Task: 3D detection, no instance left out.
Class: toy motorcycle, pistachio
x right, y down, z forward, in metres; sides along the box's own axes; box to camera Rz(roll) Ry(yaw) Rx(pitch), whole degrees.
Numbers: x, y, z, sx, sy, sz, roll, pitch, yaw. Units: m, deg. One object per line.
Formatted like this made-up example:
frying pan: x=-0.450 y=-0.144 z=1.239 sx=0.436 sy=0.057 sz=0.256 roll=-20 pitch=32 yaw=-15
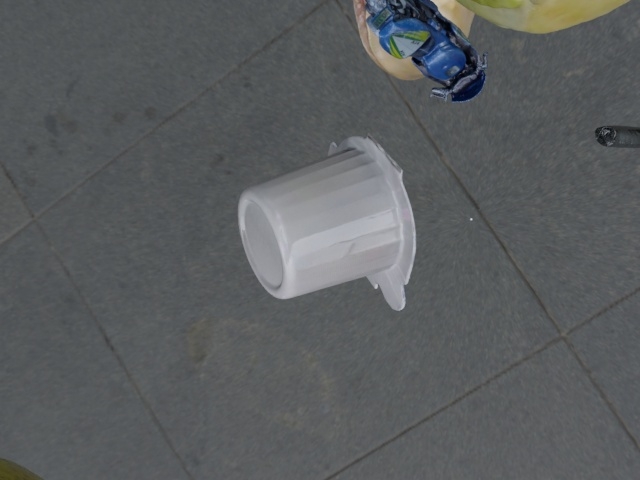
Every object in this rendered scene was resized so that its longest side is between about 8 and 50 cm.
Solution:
toy motorcycle: x=0.124 y=-0.232 z=0.883 sx=0.092 sy=0.254 sz=0.136 roll=-36 pitch=68 yaw=27
pistachio: x=0.159 y=-0.439 z=1.358 sx=0.229 sy=0.230 sz=0.309 roll=-17 pitch=126 yaw=11

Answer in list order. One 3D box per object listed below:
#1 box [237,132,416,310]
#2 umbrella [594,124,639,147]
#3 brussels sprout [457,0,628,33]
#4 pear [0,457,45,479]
box: x=0.000 y=0.000 z=1.194 sx=0.206 sy=0.262 sz=0.292 roll=-18 pitch=99 yaw=-23
umbrella: x=0.449 y=-0.149 z=1.112 sx=0.031 sy=0.133 sz=0.036 roll=-24 pitch=76 yaw=51
brussels sprout: x=0.221 y=-0.337 z=0.734 sx=0.259 sy=0.227 sz=0.295 roll=-15 pitch=63 yaw=22
pear: x=-0.275 y=0.281 z=0.521 sx=0.294 sy=0.294 sz=0.295 roll=0 pitch=92 yaw=11
